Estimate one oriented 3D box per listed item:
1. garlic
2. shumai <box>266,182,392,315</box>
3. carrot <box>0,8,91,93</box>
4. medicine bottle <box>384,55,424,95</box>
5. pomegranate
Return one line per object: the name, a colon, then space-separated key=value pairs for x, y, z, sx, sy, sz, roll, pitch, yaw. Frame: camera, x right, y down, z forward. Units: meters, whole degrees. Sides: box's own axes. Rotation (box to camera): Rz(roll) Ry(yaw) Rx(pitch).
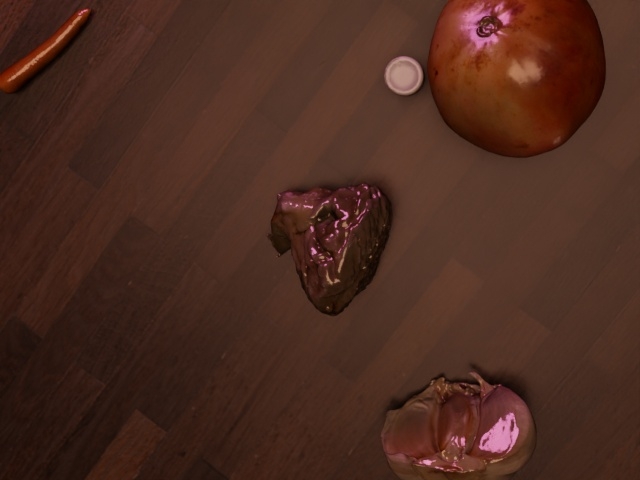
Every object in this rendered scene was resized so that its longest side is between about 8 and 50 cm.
garlic: x=0.216 y=0.305 z=1.650 sx=0.229 sy=0.178 sz=0.142 roll=-11 pitch=127 yaw=26
shumai: x=0.000 y=0.000 z=1.629 sx=0.176 sy=0.166 sz=0.205 roll=20 pitch=75 yaw=13
carrot: x=-0.420 y=-0.292 z=1.707 sx=0.190 sy=0.037 sz=0.037 roll=-38 pitch=91 yaw=6
medicine bottle: x=0.123 y=-0.238 z=1.612 sx=0.057 sy=0.089 sz=0.057 roll=1 pitch=98 yaw=7
pomegranate: x=0.278 y=-0.232 z=1.530 sx=0.229 sy=0.270 sz=0.252 roll=-4 pitch=64 yaw=33
